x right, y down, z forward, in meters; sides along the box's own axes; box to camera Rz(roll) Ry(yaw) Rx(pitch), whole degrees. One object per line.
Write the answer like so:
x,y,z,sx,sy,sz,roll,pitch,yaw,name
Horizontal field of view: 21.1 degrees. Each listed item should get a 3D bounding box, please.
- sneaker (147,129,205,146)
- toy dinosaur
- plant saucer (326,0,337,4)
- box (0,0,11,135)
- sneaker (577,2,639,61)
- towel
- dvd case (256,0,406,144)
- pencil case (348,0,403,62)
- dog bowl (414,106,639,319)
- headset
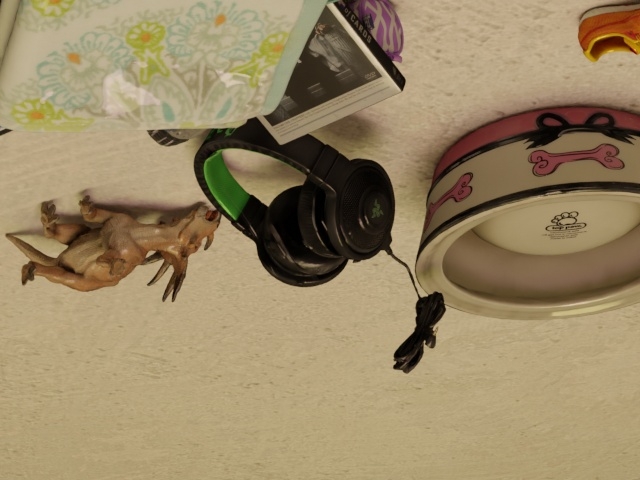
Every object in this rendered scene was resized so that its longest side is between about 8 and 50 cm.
-0.194,-0.218,1.926,0.111,0.129,0.297,-33,144,-3,sneaker
-0.299,0.025,2.426,0.296,0.127,0.200,-10,161,26,toy dinosaur
-0.022,-0.320,1.790,0.067,0.018,0.192,-14,132,19,plant saucer
-0.390,-0.187,1.963,0.220,0.051,0.175,-19,150,30,box
0.389,-0.250,2.003,0.175,0.067,0.064,-18,149,24,sneaker
-0.148,-0.253,1.711,0.320,0.090,0.374,-3,140,-28,towel
-0.042,-0.227,1.925,0.179,0.029,0.238,-22,124,32,dvd case
0.005,-0.212,2.003,0.206,0.088,0.086,-22,175,36,pencil case
0.326,-0.037,2.339,0.408,0.150,0.408,-2,154,-1,dog bowl
0.000,0.000,2.226,0.394,0.185,0.243,35,152,-14,headset
